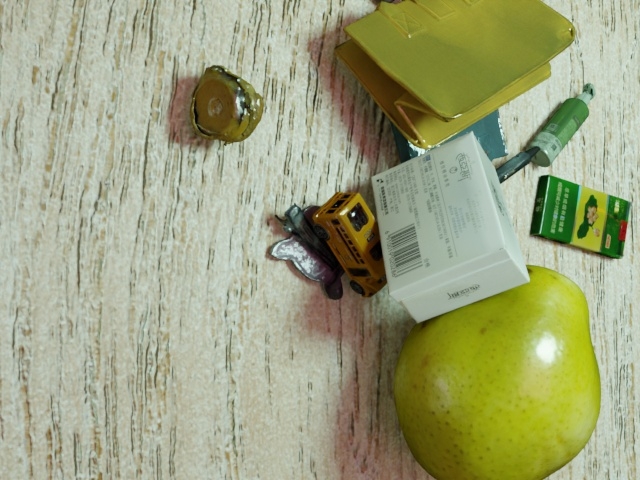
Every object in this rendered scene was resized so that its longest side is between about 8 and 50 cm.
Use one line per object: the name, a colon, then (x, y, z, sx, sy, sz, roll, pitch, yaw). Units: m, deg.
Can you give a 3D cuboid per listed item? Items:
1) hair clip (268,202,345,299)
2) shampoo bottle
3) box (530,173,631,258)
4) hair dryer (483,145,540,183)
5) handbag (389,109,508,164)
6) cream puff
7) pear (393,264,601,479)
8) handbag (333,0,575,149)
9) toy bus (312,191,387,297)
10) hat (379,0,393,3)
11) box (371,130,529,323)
hair clip: (-0.005, -0.001, 1.394, 0.187, 0.056, 0.146, 42, 72, -26)
shampoo bottle: (0.512, -0.245, 1.619, 0.065, 0.065, 0.204, 46, 71, -16)
box: (0.559, -0.048, 1.649, 0.235, 0.034, 0.132, 14, 82, -23)
hair dryer: (0.364, -0.117, 1.528, 0.195, 0.050, 0.173, -22, 124, -26)
handbag: (0.253, -0.205, 1.504, 0.229, 0.062, 0.179, -17, 95, -23)
cream puff: (-0.159, -0.226, 1.297, 0.104, 0.119, 0.133, -2, 61, -59)
pear: (0.311, 0.245, 1.361, 0.362, 0.362, 0.418, 21, 87, -22)
handbag: (0.251, -0.360, 1.436, 0.401, 0.133, 0.283, -34, 76, -27)
toy bus: (0.072, 0.010, 1.364, 0.083, 0.088, 0.194, -46, 116, -28)
hat: (0.115, -0.484, 1.472, 0.058, 0.042, 0.087, -38, 69, -24)
box: (0.212, -0.025, 1.311, 0.116, 0.203, 0.274, 46, 28, -42)
